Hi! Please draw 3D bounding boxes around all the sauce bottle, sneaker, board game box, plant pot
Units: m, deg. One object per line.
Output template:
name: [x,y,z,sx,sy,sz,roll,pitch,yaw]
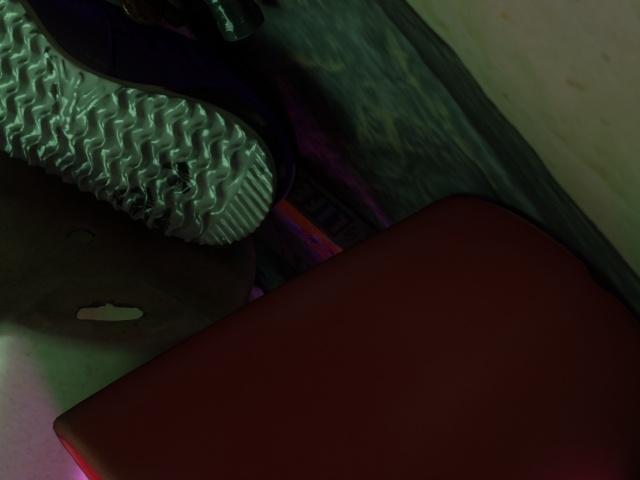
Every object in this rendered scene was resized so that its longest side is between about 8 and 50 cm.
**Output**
sauce bottle: [-0.069,-0.168,0.659,0.042,0.042,0.128,27,153,53]
sneaker: [-0.140,-0.104,0.778,0.293,0.102,0.146,33,-155,5]
board game box: [0.000,0.000,0.854,0.154,0.026,0.103,41,161,28]
plant pot: [-0.187,0.102,0.826,0.334,0.334,0.305,42,131,27]
plant pot: [0.040,0.124,0.641,0.275,0.243,0.275,45,161,20]

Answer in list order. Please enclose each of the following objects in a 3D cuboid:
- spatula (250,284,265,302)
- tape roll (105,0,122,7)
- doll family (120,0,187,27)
spatula: [-0.068,0.100,1.249,0.168,0.019,0.242,56,162,-19]
tape roll: [-0.217,-0.140,1.014,0.392,0.072,0.392,47,164,18]
doll family: [-0.154,-0.191,0.707,0.193,0.076,0.111,21,-163,-23]
